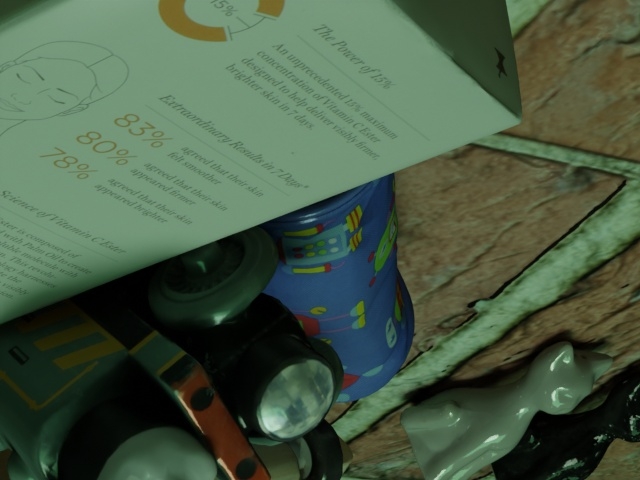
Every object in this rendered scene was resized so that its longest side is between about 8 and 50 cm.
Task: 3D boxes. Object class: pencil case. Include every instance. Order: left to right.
[{"bbox_3d":[0.000,0.000,1.029,0.119,0.133,0.306,19,157,16],"label":"pencil case"}]

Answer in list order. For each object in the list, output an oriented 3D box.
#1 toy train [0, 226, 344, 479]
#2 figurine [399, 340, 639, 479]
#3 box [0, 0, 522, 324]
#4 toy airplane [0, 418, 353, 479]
[{"bbox_3d":[-0.131,0.058,0.904,0.190,0.334,0.142,-40,128,-15],"label":"toy train"},{"bbox_3d":[0.219,0.170,1.469,0.209,0.092,0.215,-34,142,30],"label":"figurine"},{"bbox_3d":[-0.111,-0.108,0.736,0.345,0.168,0.215,-20,150,26],"label":"box"},{"bbox_3d":[-0.169,0.199,1.087,0.386,0.272,0.384,9,-164,-1],"label":"toy airplane"}]
